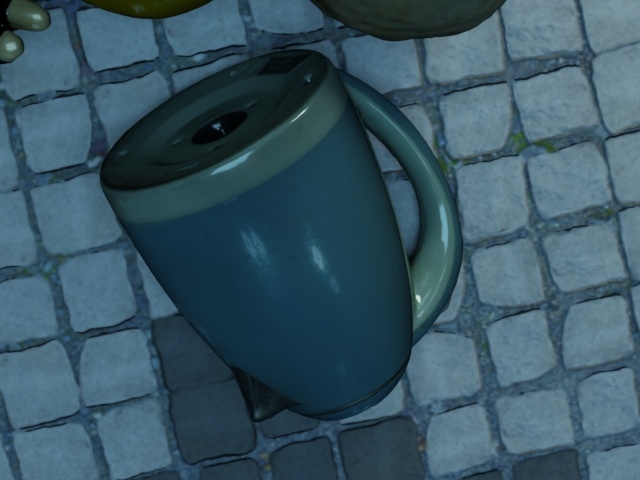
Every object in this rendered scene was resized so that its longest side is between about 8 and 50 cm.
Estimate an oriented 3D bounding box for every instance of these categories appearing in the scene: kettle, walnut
[{"bbox_3d":[0.000,0.000,1.777,0.319,0.247,0.342,-39,115,-22],"label":"kettle"},{"bbox_3d":[0.072,-0.300,1.679,0.248,0.248,0.248,-1,105,-5],"label":"walnut"}]

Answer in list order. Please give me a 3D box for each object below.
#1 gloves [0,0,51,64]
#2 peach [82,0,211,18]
[{"bbox_3d":[-0.398,-0.191,1.705,0.301,0.152,0.197,1,113,20],"label":"gloves"},{"bbox_3d":[-0.165,-0.327,1.685,0.251,0.153,0.251,1,96,15],"label":"peach"}]
